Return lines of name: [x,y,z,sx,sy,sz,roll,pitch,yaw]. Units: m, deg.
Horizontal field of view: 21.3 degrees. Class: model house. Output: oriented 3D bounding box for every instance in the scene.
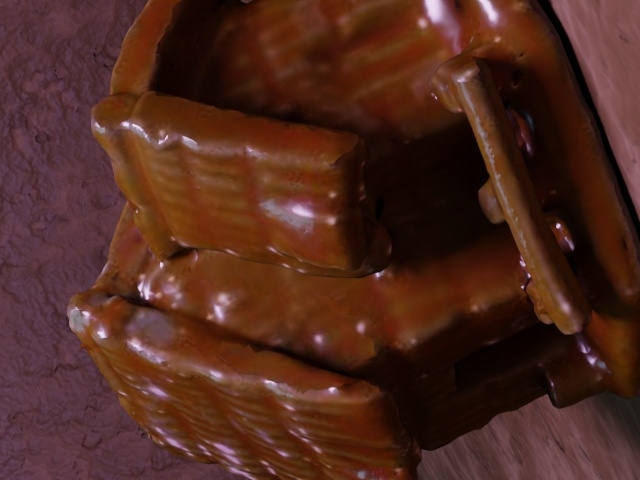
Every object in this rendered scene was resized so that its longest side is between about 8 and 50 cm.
model house: [0.002,-0.001,0.722,0.220,0.229,0.199,60,179,27]
